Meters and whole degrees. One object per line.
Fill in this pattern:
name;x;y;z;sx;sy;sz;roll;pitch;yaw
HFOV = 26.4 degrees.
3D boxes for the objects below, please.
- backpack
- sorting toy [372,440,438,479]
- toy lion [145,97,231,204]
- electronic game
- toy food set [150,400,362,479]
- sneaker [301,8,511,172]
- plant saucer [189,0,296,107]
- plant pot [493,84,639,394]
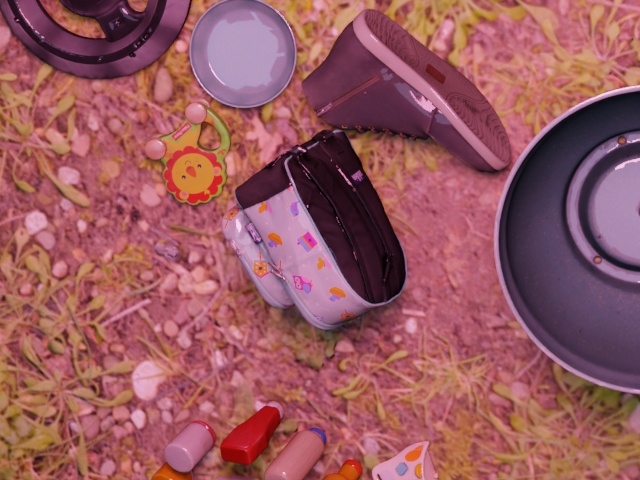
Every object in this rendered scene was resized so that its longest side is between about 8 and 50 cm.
backpack;0.000;0.000;1.432;0.144;0.166;0.188;-35;91;28
sorting toy;0.096;0.277;1.543;0.075;0.045;0.083;-14;99;33
toy lion;-0.137;-0.093;1.510;0.100;0.034;0.096;-40;99;16
electronic game;-0.249;-0.288;1.478;0.229;0.048;0.229;4;111;11
toy food set;-0.076;0.251;1.555;0.232;0.104;0.111;3;117;29
sneaker;0.092;-0.133;1.439;0.222;0.083;0.118;42;126;-7
plant saucer;-0.082;-0.204;1.477;0.119;0.021;0.119;2;102;10
plant pot;0.323;-0.017;1.345;0.293;0.196;0.293;2;102;10
